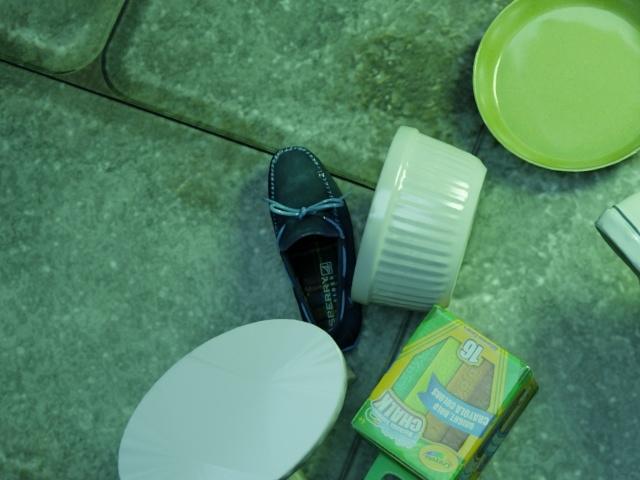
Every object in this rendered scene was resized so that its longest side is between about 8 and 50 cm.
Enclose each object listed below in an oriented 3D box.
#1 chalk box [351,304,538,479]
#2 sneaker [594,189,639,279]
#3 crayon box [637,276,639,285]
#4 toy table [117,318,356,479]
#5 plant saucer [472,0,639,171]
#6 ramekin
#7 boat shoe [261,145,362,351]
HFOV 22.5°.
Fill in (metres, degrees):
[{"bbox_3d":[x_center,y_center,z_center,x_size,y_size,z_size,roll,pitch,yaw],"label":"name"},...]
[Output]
[{"bbox_3d":[0.125,0.202,1.777,0.132,0.132,0.213,33,83,18],"label":"chalk box"},{"bbox_3d":[0.401,0.043,1.696,0.091,0.094,0.258,-41,70,4],"label":"sneaker"},{"bbox_3d":[0.524,0.077,1.755,0.323,0.083,0.203,-15,72,7],"label":"crayon box"},{"bbox_3d":[-0.084,0.209,1.805,0.274,0.161,0.252,-26,71,3],"label":"toy table"},{"bbox_3d":[0.301,-0.191,1.901,0.241,0.037,0.241,-3,74,10],"label":"plant saucer"},{"bbox_3d":[0.113,-0.016,1.808,0.109,0.207,0.207,16,78,7],"label":"ramekin"},{"bbox_3d":[0.000,0.000,1.883,0.109,0.089,0.258,-23,71,5],"label":"boat shoe"}]
